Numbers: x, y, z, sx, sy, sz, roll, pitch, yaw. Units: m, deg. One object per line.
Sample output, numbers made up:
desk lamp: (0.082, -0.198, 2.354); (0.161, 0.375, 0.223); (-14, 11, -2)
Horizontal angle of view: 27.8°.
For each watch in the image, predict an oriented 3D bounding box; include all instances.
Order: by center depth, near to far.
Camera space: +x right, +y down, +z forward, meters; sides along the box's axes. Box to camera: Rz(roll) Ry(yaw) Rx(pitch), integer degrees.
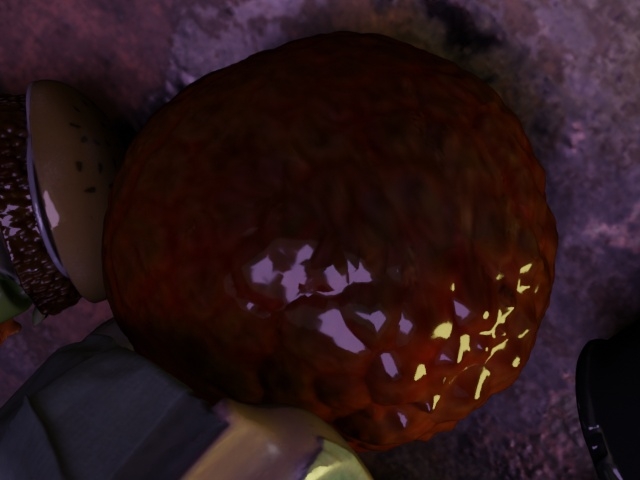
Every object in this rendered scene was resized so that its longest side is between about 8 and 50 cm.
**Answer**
watch: (-0.087, 0.150, 0.689); (0.241, 0.162, 0.253); (29, 154, 38)

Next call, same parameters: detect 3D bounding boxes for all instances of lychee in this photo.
lychee: (0.000, 0.000, 0.746); (0.255, 0.300, 0.255); (-7, 114, -17)

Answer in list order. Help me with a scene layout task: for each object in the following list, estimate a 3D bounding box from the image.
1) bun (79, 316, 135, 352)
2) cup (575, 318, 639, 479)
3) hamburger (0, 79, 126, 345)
bun: (-0.104, 0.134, 0.875); (0.166, 0.113, 0.173); (20, 94, 0)
cup: (0.239, 0.103, 0.730); (0.176, 0.223, 0.169); (-24, 91, 28)
hamburger: (-0.184, -0.022, 0.819); (0.136, 0.175, 0.175); (-12, 106, 4)
